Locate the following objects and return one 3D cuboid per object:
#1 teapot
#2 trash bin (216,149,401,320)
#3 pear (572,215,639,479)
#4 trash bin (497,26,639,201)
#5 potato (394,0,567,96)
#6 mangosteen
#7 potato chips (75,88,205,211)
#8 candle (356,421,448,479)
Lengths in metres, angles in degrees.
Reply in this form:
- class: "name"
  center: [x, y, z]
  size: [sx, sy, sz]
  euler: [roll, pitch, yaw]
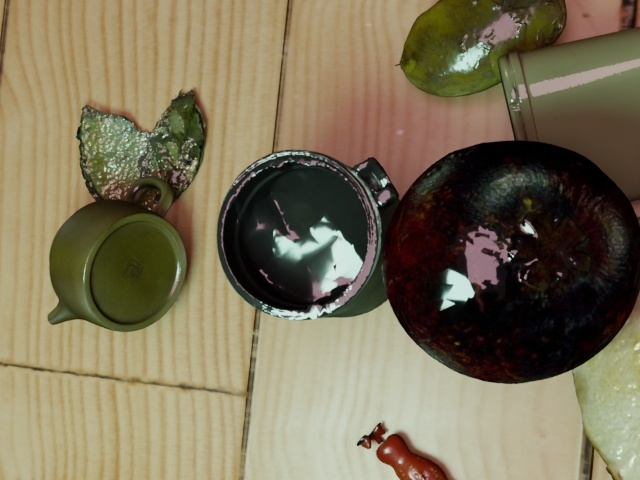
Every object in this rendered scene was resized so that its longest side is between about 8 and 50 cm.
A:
- class: "teapot"
  center: [-0.313, 0.017, 1.661]
  size: [0.175, 0.185, 0.268]
  euler: [19, 72, 43]
- class: "trash bin"
  center: [0.000, 0.000, 1.528]
  size: [0.277, 0.262, 0.217]
  euler: [-31, 80, 12]
- class: "pear"
  center: [0.500, 0.158, 1.398]
  size: [0.340, 0.191, 0.386]
  euler: [-12, 72, 47]
- class: "trash bin"
  center: [0.379, -0.156, 1.485]
  size: [0.247, 0.121, 0.243]
  euler: [-11, 112, 11]
- class: "potato"
  center: [0.222, -0.286, 1.564]
  size: [0.251, 0.113, 0.149]
  euler: [-19, 80, 12]
- class: "mangosteen"
  center: [0.227, 0.025, 1.372]
  size: [0.330, 0.330, 0.330]
  euler: [-1, 86, 14]
- class: "potato chips"
  center: [-0.274, -0.141, 1.731]
  size: [0.220, 0.029, 0.202]
  euler: [-23, 82, 15]
- class: "candle"
  center: [0.192, 0.375, 1.567]
  size: [0.329, 0.048, 0.051]
  euler: [40, 110, 12]
